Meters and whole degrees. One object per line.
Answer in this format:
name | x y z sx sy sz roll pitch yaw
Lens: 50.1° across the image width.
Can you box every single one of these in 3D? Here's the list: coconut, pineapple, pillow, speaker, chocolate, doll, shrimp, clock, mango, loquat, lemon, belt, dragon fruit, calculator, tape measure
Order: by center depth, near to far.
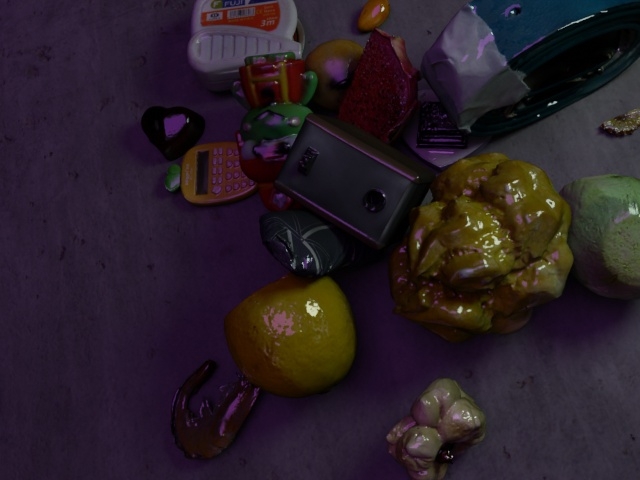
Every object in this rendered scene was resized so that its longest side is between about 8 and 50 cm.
coconut | 0.507 -0.010 1.174 0.235 0.236 0.205 13 110 19
belt | 0.402 -0.355 1.238 0.436 0.300 0.173 -27 68 -11
speaker | 0.068 -0.108 1.242 0.231 0.192 0.153 32 106 15
pillow | 0.000 0.000 1.249 0.161 0.335 0.093 34 108 25
lemon | -0.042 0.182 1.249 0.240 0.240 0.219 -32 82 4
pineapple | 0.583 -0.223 1.310 0.083 0.019 0.045 -20 67 6
dragon fruit | 0.139 -0.264 1.354 0.161 0.126 0.274 46 127 33
shrimp | -0.209 0.311 1.357 0.173 0.058 0.253 23 82 29
clock | 0.250 -0.227 1.380 0.198 0.064 0.172 4 74 18
doll | -0.082 -0.198 1.403 0.182 0.160 0.363 -4 95 9
loquat | 0.037 -0.349 1.435 0.163 0.137 0.163 0 89 21
calculator | -0.231 -0.147 1.506 0.234 0.032 0.146 -5 73 13
mango | 0.115 -0.496 1.509 0.089 0.046 0.060 -43 65 14
tape measure | -0.158 -0.449 1.527 0.258 0.130 0.265 -5 68 11
chocolate | -0.349 -0.251 1.544 0.148 0.080 0.125 9 76 16

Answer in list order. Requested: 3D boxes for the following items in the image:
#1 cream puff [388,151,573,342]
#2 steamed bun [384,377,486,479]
cream puff | 0.244 0.012 1.162 0.257 0.324 0.291 -7 58 -30
steamed bun | 0.205 0.327 1.160 0.177 0.192 0.106 -44 53 -11
